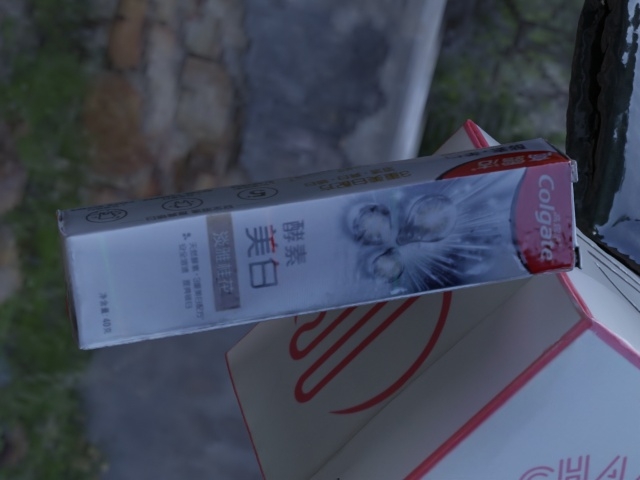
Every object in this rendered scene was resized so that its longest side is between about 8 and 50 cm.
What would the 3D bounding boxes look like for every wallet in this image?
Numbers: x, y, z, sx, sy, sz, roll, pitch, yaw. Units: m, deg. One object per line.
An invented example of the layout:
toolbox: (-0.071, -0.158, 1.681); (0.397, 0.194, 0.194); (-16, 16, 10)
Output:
wallet: (0.226, -0.027, 1.035); (0.052, 0.245, 0.169); (-20, -129, 42)

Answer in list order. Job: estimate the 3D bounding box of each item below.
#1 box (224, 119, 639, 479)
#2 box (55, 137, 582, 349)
box: (0.147, 0.150, 1.503); (0.312, 0.314, 0.300); (-44, -147, 15)
box: (0.000, 0.000, 0.798); (0.039, 0.218, 0.055); (-123, -154, -66)
